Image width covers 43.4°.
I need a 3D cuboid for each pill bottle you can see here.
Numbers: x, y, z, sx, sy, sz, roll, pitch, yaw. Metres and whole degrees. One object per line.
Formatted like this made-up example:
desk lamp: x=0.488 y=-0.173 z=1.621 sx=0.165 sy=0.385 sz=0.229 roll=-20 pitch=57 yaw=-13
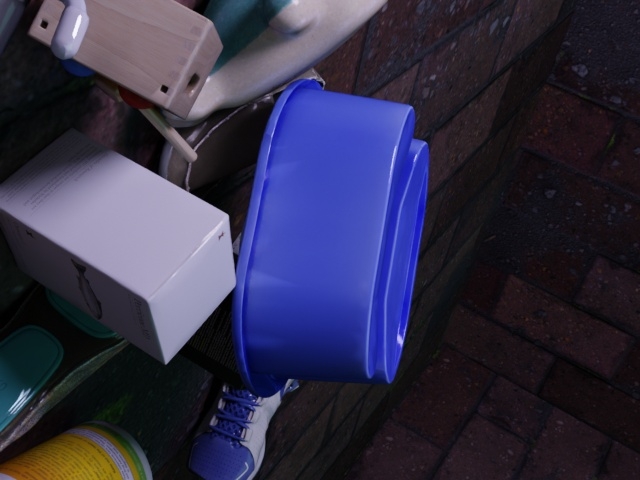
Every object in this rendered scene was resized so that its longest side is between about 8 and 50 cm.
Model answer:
pill bottle: x=-0.302 y=0.293 z=0.846 sx=0.246 sy=0.136 sz=0.136 roll=-18 pitch=133 yaw=-64

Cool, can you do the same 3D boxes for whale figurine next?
whale figurine: x=-0.061 y=-0.221 z=0.786 sx=0.272 sy=0.141 sz=0.216 roll=-37 pitch=-172 yaw=-5

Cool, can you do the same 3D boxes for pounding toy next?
pounding toy: x=-0.142 y=-0.136 z=0.632 sx=0.100 sy=0.130 sz=0.141 roll=-62 pitch=-176 yaw=2

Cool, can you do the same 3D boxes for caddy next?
caddy: x=0.000 y=0.000 z=0.848 sx=0.241 sy=0.179 sz=0.341 roll=40 pitch=58 yaw=-70

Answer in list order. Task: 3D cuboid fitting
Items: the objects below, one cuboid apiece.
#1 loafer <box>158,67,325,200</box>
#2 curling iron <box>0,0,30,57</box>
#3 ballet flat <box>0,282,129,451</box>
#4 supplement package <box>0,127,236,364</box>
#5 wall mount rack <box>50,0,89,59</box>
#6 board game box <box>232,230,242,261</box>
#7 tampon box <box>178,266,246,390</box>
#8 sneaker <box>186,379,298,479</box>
loafer: x=-0.082 y=-0.129 z=0.891 sx=0.251 sy=0.087 sz=0.094 roll=-52 pitch=159 yaw=-25
curling iron: x=-0.206 y=-0.185 z=0.572 sx=0.274 sy=0.035 sz=0.068 roll=-62 pitch=161 yaw=2
ballet flat: x=-0.254 y=0.096 z=0.785 sx=0.316 sy=0.107 sz=0.106 roll=-42 pitch=174 yaw=-33
supplement package: x=-0.175 y=0.003 z=0.694 sx=0.105 sy=0.179 sz=0.105 roll=-49 pitch=157 yaw=-32
wall mount rack: x=-0.207 y=-0.057 z=0.362 sx=0.304 sy=0.130 sz=0.350 roll=-65 pitch=-167 yaw=-17
board game box: x=-0.077 y=0.005 z=1.190 sx=0.103 sy=0.026 sz=0.154 roll=-57 pitch=161 yaw=-14
tampon box: x=-0.120 y=0.095 z=0.999 sx=0.101 sy=0.161 sz=0.120 roll=-65 pitch=162 yaw=9
sneaker: x=-0.118 y=0.230 z=1.287 sx=0.315 sy=0.127 sz=0.182 roll=-59 pitch=159 yaw=-30
